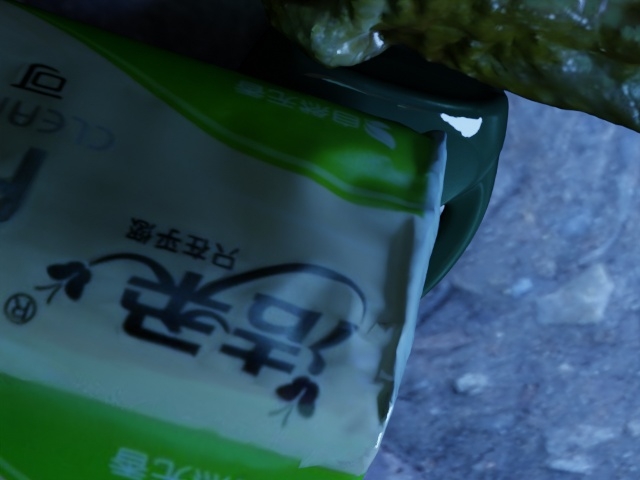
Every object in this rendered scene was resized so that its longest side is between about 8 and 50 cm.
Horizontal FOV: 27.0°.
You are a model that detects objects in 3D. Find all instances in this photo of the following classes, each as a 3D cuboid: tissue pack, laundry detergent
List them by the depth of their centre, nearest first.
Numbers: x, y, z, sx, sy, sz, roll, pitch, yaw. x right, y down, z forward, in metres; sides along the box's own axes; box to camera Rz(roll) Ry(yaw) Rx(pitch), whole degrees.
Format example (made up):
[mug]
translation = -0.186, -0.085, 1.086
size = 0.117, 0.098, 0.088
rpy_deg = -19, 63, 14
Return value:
[tissue pack]
translation = -0.194, 0.063, 0.552
size = 0.404, 0.205, 0.332
rpy_deg = 18, 129, -3
[laundry detergent]
translation = 0.000, 0.000, 0.641
size = 0.137, 0.063, 0.211
rpy_deg = 12, 126, -16

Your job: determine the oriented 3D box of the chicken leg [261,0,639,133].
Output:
[chicken leg]
translation = 0.092, -0.123, 0.471
size = 0.361, 0.140, 0.211
rpy_deg = 26, 136, 2
